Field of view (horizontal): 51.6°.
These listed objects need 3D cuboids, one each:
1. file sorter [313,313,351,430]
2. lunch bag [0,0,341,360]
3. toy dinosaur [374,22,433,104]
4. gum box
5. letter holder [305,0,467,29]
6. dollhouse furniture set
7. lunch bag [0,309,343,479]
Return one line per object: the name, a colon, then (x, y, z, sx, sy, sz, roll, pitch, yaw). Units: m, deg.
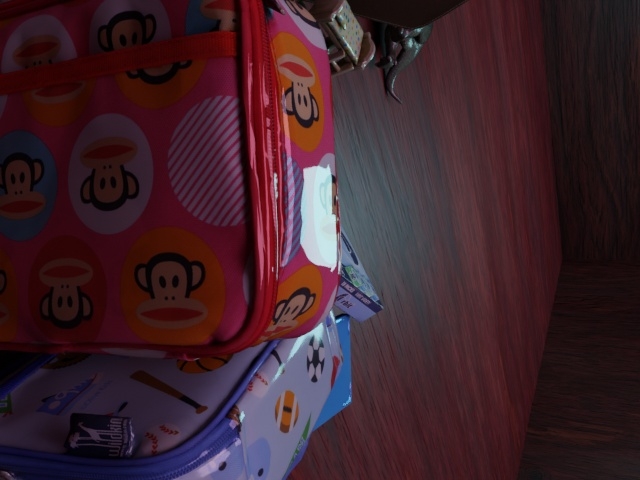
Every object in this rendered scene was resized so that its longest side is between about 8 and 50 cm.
file sorter: (-0.045, 0.161, 0.805, 0.170, 0.104, 0.118, -13, 102, -62)
lunch bag: (-0.133, -0.060, 0.428, 0.120, 0.293, 0.258, -2, 89, -63)
toy dinosaur: (0.148, -0.388, 1.122, 0.160, 0.121, 0.313, -43, 125, -36)
gum box: (0.000, 0.000, 0.843, 0.157, 0.041, 0.184, 41, 19, -56)
letter holder: (0.120, -0.399, 0.804, 0.214, 0.302, 0.152, 9, 81, -22)
dollhouse furniture set: (-0.019, -0.243, 0.832, 0.182, 0.101, 0.161, 40, 57, -56)
lunch bag: (-0.129, 0.114, 0.509, 0.303, 0.243, 0.115, -44, 130, -60)
